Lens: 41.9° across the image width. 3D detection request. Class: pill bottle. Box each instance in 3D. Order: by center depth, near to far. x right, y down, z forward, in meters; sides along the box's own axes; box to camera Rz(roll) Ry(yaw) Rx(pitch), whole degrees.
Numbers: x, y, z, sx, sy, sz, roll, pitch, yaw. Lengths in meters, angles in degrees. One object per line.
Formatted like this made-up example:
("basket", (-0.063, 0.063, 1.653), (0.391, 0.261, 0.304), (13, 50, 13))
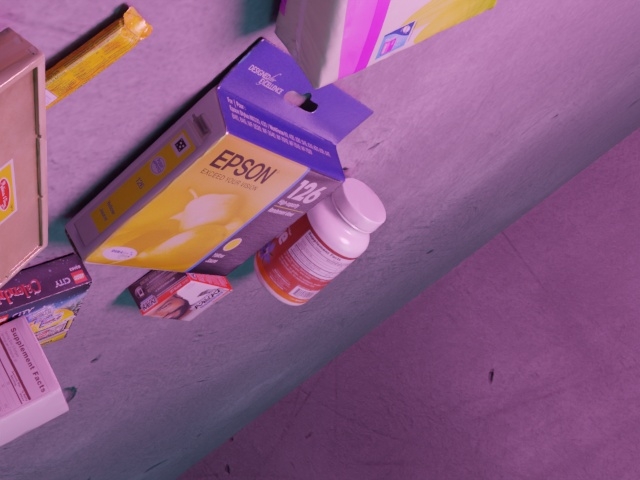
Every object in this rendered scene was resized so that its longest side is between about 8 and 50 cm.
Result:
("pill bottle", (0.000, 0.000, 1.347), (0.216, 0.121, 0.121), (-43, 162, 29))

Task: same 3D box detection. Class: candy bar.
("candy bar", (-0.211, -0.138, 0.692), (0.161, 0.018, 0.040), (-34, 161, 3))

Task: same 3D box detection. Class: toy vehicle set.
("toy vehicle set", (-0.286, -0.021, 0.653), (0.166, 0.035, 0.267), (-50, 172, -35))

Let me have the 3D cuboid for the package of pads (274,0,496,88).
("package of pads", (0.088, -0.278, 0.712), (0.229, 0.101, 0.296), (-28, 164, -17))

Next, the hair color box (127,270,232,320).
("hair color box", (-0.210, 0.075, 1.279), (0.093, 0.053, 0.167), (-35, 164, 9))

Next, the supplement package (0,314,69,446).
("supplement package", (-0.396, 0.183, 0.956), (0.179, 0.105, 0.105), (-27, 163, -21))

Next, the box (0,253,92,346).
("box", (-0.401, 0.105, 0.995), (0.233, 0.044, 0.159), (-21, 160, -38))

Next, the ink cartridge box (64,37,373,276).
("ink cartridge box", (-0.094, -0.073, 0.999), (0.307, 0.072, 0.303), (-37, 160, 18))
